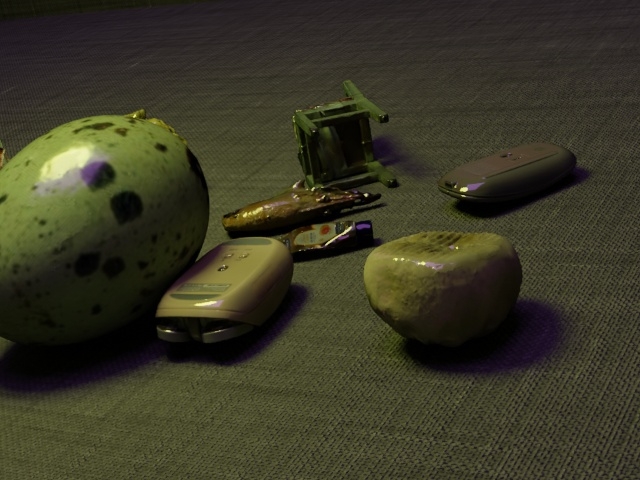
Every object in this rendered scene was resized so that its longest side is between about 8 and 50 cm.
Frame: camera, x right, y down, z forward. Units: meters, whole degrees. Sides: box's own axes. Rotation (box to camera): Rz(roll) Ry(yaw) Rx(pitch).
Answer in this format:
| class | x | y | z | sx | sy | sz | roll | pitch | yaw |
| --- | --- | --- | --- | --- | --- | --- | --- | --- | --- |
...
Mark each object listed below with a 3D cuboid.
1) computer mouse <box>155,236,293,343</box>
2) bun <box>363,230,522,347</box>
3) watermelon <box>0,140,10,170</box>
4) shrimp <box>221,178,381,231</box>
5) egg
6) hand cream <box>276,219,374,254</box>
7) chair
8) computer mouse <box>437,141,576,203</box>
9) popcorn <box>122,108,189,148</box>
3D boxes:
| class | x | y | z | sx | sy | sz | roll | pitch | yaw |
| --- | --- | --- | --- | --- | --- | --- | --- | --- | --- |
| computer mouse | -0.125 | 0.072 | 1.579 | 0.145 | 0.082 | 0.236 | -1 | 26 | 23 |
| bun | 0.154 | 0.060 | 1.426 | 0.178 | 0.128 | 0.193 | 4 | 16 | 34 |
| watermelon | -0.589 | -0.034 | 2.029 | 0.262 | 0.201 | 0.213 | -55 | 24 | 8 |
| shrimp | -0.036 | -0.068 | 1.898 | 0.262 | 0.066 | 0.117 | -12 | 22 | -7 |
| egg | -0.327 | -0.014 | 1.610 | 0.379 | 0.288 | 0.287 | -31 | 29 | -29 |
| hand cream | 0.000 | 0.000 | 1.755 | 0.163 | 0.039 | 0.062 | -11 | 38 | 6 |
| chair | 0.026 | -0.179 | 2.038 | 0.147 | 0.136 | 0.270 | -14 | 24 | -9 |
| computer mouse | 0.295 | -0.101 | 1.826 | 0.232 | 0.057 | 0.120 | -20 | 24 | -26 |
| popcorn | -0.334 | -0.132 | 2.102 | 0.195 | 0.168 | 0.173 | -53 | 42 | -1 |
